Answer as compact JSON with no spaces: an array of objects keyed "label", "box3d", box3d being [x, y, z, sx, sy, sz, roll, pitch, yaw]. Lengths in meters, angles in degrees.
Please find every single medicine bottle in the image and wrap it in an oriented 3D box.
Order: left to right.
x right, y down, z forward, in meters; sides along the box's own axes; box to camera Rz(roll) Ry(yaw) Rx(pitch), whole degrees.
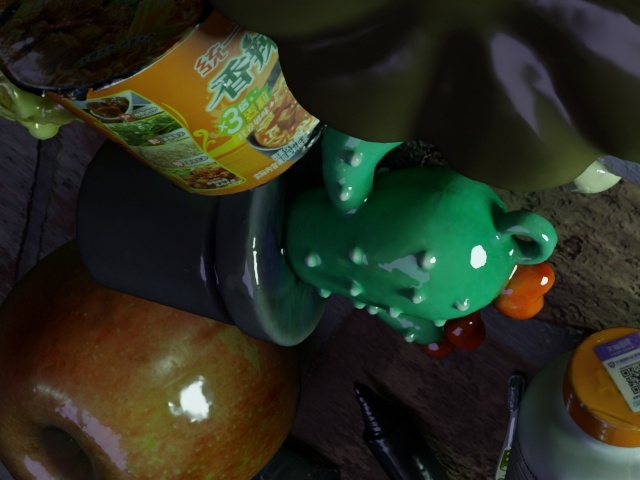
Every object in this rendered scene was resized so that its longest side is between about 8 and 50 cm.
[{"label":"medicine bottle","box3d":[0.243,0.193,1.280,0.157,0.157,0.289,24,146,17]}]

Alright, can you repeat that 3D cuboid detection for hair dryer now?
[{"label":"hair dryer","box3d":[0.137,0.285,1.567,0.189,0.107,0.352,-9,122,45]}]

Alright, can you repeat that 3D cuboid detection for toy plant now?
[{"label":"toy plant","box3d":[-0.001,-0.013,1.227,0.400,0.185,0.280,8,113,25]}]

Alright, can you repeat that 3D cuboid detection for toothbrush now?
[{"label":"toothbrush","box3d":[0.183,0.237,1.453,0.022,0.026,0.263,11,125,16]}]

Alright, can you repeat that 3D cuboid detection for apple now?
[{"label":"apple","box3d":[-0.190,0.148,1.513,0.319,0.277,0.319,23,144,18]}]

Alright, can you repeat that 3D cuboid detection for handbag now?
[{"label":"handbag","box3d":[-0.060,0.315,1.806,0.175,0.089,0.270,28,148,27]}]

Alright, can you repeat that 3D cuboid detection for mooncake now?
[{"label":"mooncake","box3d":[0.100,-0.203,0.856,0.378,0.201,0.378,25,148,17]}]

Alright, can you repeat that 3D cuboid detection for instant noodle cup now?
[{"label":"instant noodle cup","box3d":[-0.098,-0.152,1.094,0.230,0.230,0.182,8,155,36]}]

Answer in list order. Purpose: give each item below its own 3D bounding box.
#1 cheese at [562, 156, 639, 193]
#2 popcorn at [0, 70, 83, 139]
[{"label":"cheese","box3d":[0.184,-0.068,1.025,0.127,0.050,0.235,41,176,-25]},{"label":"popcorn","box3d":[-0.233,-0.181,1.221,0.185,0.167,0.187,-146,36,-69]}]
